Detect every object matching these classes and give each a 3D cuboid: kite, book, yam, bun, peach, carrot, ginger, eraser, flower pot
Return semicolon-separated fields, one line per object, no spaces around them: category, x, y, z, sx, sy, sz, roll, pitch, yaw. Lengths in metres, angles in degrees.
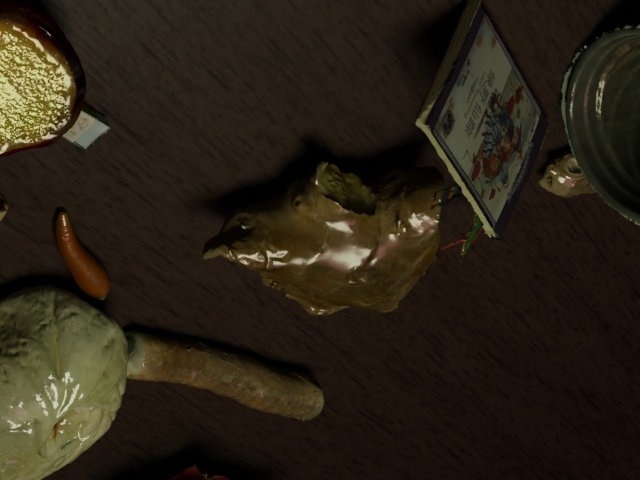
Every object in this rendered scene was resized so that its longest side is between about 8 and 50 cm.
kite;0.175;-0.065;1.683;0.244;0.006;0.198;-13;120;-62
book;0.176;-0.123;1.610;0.231;0.026;0.157;51;57;-50
yam;-0.118;0.162;1.845;0.299;0.066;0.066;20;125;-38
bun;-0.320;0.170;1.673;0.243;0.153;0.244;-18;135;-19
peach;-0.288;-0.160;1.372;0.127;0.092;0.172;-34;129;5
carrot;-0.257;0.020;1.638;0.035;0.035;0.142;-23;137;0
ginger;0.338;-0.090;1.795;0.173;0.051;0.069;-21;147;-10
eraser;-0.247;-0.121;1.491;0.038;0.019;0.083;-40;139;17
flower pot;0.390;-0.138;1.658;0.140;0.235;0.235;-26;148;-37
ginger;0.000;0.000;1.676;0.270;0.123;0.219;1;135;-12

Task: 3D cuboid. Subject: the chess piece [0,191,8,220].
chess piece;-0.365;-0.003;1.539;0.066;0.066;0.122;18;119;-39

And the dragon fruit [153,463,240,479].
dragon fruit;-0.146;0.414;1.995;0.315;0.250;0.250;35;116;-30
